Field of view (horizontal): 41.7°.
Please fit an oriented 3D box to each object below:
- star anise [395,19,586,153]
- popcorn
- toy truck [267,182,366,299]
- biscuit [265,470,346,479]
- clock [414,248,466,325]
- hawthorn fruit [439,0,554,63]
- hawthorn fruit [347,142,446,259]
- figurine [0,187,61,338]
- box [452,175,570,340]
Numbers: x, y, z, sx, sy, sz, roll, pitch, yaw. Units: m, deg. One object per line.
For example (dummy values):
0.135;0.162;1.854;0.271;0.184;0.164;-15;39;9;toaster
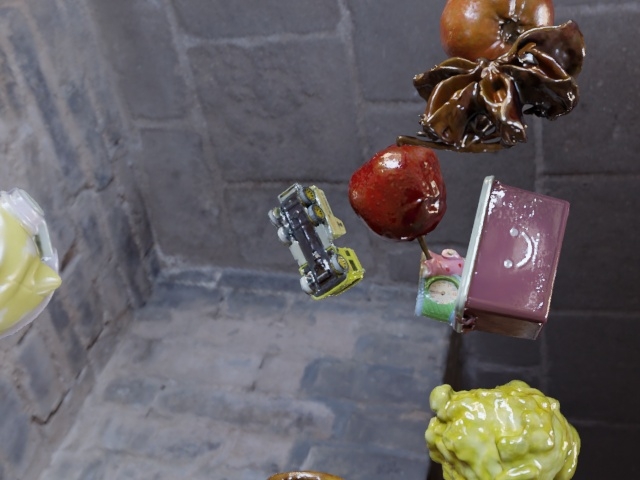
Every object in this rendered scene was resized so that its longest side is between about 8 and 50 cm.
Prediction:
0.222;-0.181;1.039;0.220;0.190;0.126;-3;141;39;star anise
0.323;0.357;1.523;0.250;0.235;0.241;12;149;37;popcorn
0.000;0.000;1.967;0.124;0.157;0.272;-35;70;28;toy truck
-0.014;0.456;1.494;0.188;0.027;0.187;5;138;4;biscuit
0.326;0.112;1.995;0.196;0.194;0.100;6;147;4;clock
0.295;-0.381;1.448;0.197;0.225;0.196;-3;117;-6;hawthorn fruit
0.182;-0.080;1.852;0.210;0.230;0.266;-19;93;14;hawthorn fruit
-0.249;0.004;0.535;0.128;0.208;0.184;-39;120;1;figurine
0.360;0.044;1.587;0.168;0.294;0.193;13;162;10;box
